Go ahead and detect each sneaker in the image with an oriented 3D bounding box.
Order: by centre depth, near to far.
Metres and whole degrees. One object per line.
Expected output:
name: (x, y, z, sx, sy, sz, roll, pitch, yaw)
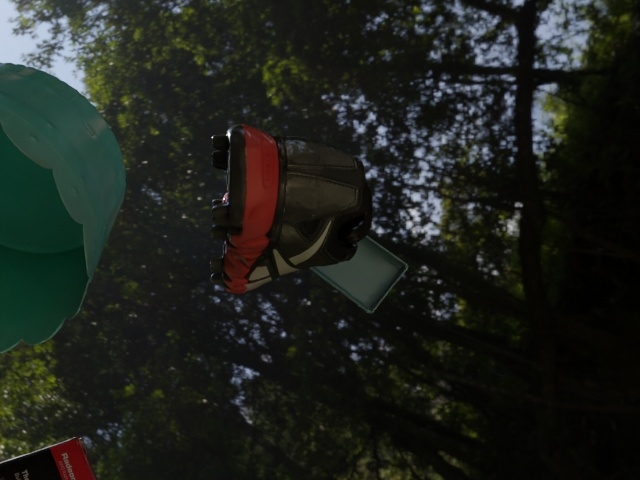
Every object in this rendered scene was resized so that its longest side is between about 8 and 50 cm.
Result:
sneaker: (-0.028, -0.013, 0.598, 0.135, 0.276, 0.098, 0, -106, -10)

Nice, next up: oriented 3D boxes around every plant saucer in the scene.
plant saucer: (0.000, 0.000, 0.749, 0.067, 0.192, 0.018, -50, -17, -11)

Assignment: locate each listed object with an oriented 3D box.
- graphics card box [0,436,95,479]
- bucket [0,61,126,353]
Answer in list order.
graphics card box: (-0.311, 0.308, 0.475, 0.370, 0.094, 0.233, -8, -115, -49)
bucket: (-0.345, -0.042, 0.713, 0.183, 0.281, 0.281, -84, -29, -62)
